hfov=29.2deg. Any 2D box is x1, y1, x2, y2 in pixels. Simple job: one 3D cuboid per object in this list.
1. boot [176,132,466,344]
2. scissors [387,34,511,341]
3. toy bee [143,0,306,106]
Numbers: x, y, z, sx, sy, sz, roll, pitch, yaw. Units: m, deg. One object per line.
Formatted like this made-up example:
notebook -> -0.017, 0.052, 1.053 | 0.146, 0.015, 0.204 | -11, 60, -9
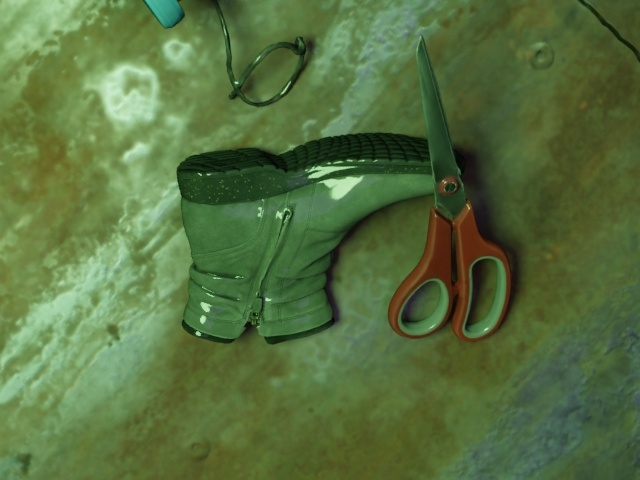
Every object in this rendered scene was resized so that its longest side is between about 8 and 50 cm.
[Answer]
boot -> 0.000, 0.000, 1.035 | 0.246, 0.083, 0.161 | -6, 111, -6
scissors -> 0.113, -0.034, 0.997 | 0.109, 0.021, 0.297 | -5, 123, -11
toy bee -> -0.128, -0.229, 0.928 | 0.195, 0.298, 0.162 | -28, 61, -21
